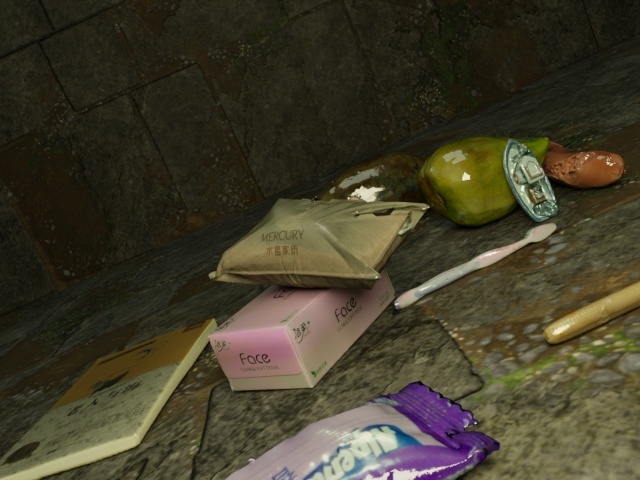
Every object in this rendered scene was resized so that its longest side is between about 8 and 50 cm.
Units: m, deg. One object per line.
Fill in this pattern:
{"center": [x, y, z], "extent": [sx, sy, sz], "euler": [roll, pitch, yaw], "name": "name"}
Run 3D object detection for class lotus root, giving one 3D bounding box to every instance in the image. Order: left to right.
{"center": [0.119, -0.099, 1.396], "extent": [0.275, 0.160, 0.152], "euler": [-25, 1, -6], "name": "lotus root"}

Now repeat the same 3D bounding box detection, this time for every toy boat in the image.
{"center": [0.328, -0.096, 1.008], "extent": [0.059, 0.140, 0.066], "euler": [-25, -4, -5], "name": "toy boat"}

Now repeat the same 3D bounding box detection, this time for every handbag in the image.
{"center": [0.000, 0.000, 0.846], "extent": [0.270, 0.117, 0.182], "euler": [-2, 34, 38], "name": "handbag"}

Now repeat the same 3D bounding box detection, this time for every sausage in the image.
{"center": [0.434, -0.135, 1.138], "extent": [0.078, 0.078, 0.304], "euler": [-24, 14, 1], "name": "sausage"}
{"center": [0.283, 0.069, 0.639], "extent": [0.132, 0.024, 0.024], "euler": [-24, 11, -4], "name": "sausage"}

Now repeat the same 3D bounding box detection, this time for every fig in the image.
{"center": [0.290, -0.102, 1.120], "extent": [0.234, 0.167, 0.167], "euler": [0, 9, -7], "name": "fig"}

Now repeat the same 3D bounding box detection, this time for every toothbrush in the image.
{"center": [0.222, 0.035, 0.921], "extent": [0.269, 0.021, 0.027], "euler": [-25, -1, -9], "name": "toothbrush"}

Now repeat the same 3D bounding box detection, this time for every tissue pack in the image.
{"center": [-0.015, 0.104, 0.903], "extent": [0.149, 0.092, 0.246], "euler": [-12, 15, 36], "name": "tissue pack"}

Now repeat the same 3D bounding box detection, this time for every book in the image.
{"center": [-0.333, 0.249, 1.036], "extent": [0.269, 0.032, 0.389], "euler": [-21, 13, 11], "name": "book"}

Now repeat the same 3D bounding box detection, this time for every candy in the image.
{"center": [0.000, 0.197, 0.518], "extent": [0.275, 0.070, 0.145], "euler": [-23, 17, -17], "name": "candy"}
